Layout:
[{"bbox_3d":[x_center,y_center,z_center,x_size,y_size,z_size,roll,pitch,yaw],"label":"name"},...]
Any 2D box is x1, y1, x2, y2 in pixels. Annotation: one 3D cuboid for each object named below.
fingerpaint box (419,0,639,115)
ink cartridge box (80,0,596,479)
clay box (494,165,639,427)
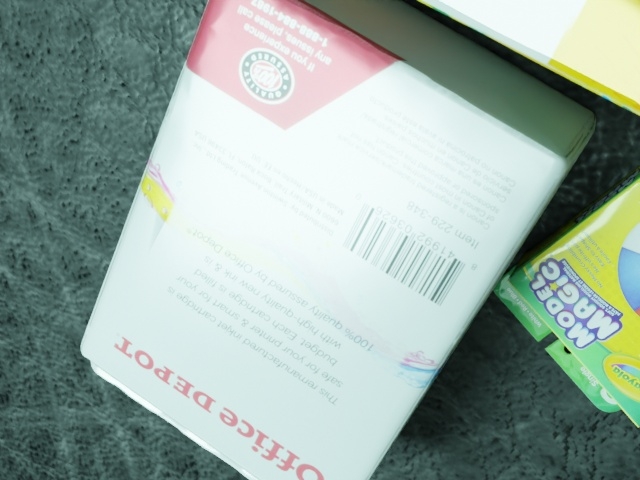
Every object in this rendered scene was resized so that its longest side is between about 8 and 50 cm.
[{"bbox_3d":[0.160,-0.300,0.349,0.371,0.163,0.445,35,121,26],"label":"fingerpaint box"},{"bbox_3d":[0.000,0.000,0.595,0.226,0.131,0.306,33,121,10],"label":"ink cartridge box"},{"bbox_3d":[0.218,0.018,0.544,0.127,0.053,0.222,48,120,2],"label":"clay box"}]
